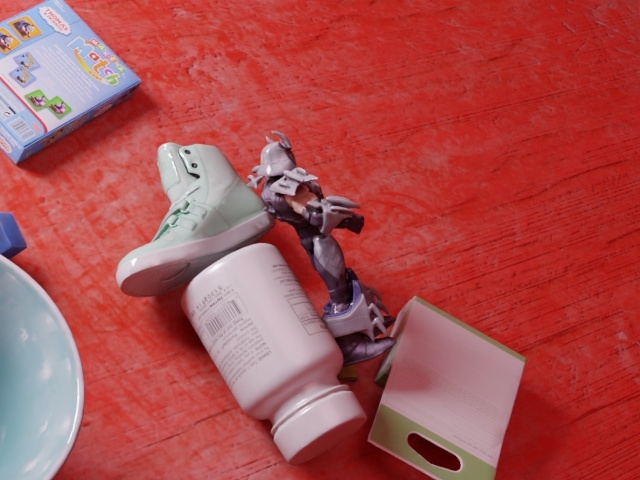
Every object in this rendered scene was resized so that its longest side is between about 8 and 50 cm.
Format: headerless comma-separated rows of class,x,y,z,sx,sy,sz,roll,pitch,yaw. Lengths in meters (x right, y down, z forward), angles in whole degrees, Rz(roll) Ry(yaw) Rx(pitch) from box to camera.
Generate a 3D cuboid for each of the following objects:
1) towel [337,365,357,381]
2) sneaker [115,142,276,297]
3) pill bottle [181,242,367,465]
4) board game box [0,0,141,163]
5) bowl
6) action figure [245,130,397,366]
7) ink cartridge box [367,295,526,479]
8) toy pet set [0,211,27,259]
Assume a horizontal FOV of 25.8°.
towel,0.013,0.134,1.693,0.060,0.009,0.083,7,54,-26
sneaker,-0.178,-0.031,1.641,0.151,0.094,0.256,54,38,6
pill bottle,-0.049,0.130,1.574,0.131,0.131,0.229,-18,68,-39
board game box,-0.345,-0.201,1.706,0.160,0.039,0.211,46,47,6
bowl,-0.395,0.159,1.317,0.311,0.163,0.312,16,50,-20
action figure,0.000,0.000,1.633,0.099,0.185,0.285,-26,105,-6
ink cartridge box,0.147,0.200,1.695,0.171,0.056,0.235,30,50,-8
toy pet set,-0.368,0.007,1.492,0.065,0.122,0.114,16,3,13
